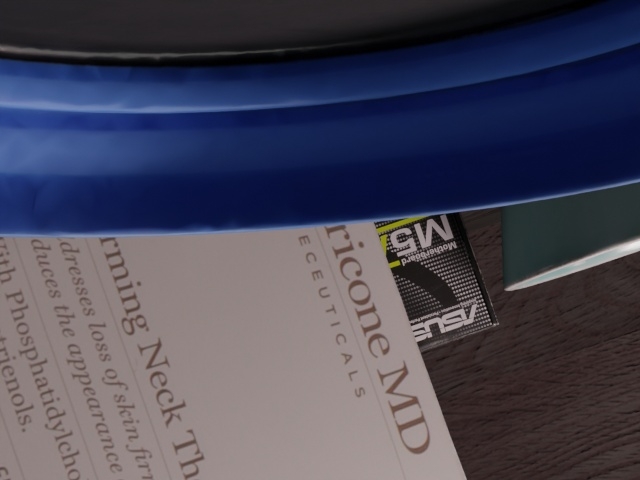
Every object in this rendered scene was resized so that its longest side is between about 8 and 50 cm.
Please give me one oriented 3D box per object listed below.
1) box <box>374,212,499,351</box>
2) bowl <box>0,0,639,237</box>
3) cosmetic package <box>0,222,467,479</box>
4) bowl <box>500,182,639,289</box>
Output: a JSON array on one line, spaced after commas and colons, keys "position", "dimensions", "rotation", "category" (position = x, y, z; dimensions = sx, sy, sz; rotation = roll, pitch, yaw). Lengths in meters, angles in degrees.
[{"position": [0.021, 0.012, 1.476], "dimensions": [0.190, 0.184, 0.045], "rotation": [-18, 174, -3], "category": "box"}, {"position": [-0.016, -0.068, 0.586], "dimensions": [0.391, 0.077, 0.391], "rotation": [-5, 172, -1], "category": "bowl"}, {"position": [-0.172, 0.138, 1.299], "dimensions": [0.393, 0.329, 0.327], "rotation": [-16, 174, -41], "category": "cosmetic package"}, {"position": [0.264, -0.086, 1.444], "dimensions": [0.311, 0.163, 0.311], "rotation": [-18, 174, -2], "category": "bowl"}]
